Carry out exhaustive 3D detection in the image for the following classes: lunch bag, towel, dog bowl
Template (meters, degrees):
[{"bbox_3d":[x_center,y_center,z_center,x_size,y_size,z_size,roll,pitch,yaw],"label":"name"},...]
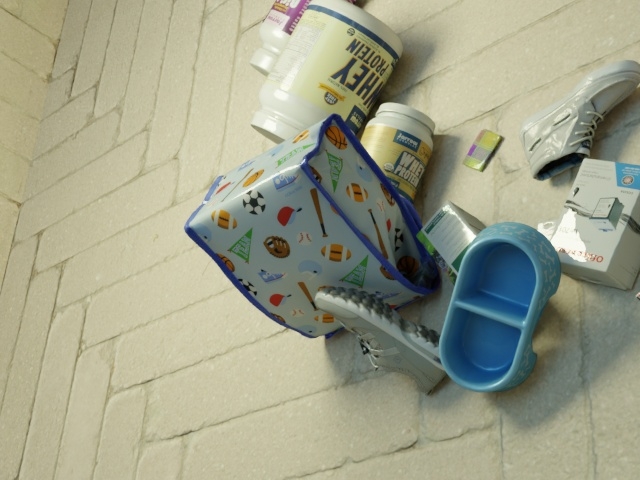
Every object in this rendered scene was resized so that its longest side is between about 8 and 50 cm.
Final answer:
[{"bbox_3d":[0.000,0.000,2.088,0.328,0.385,0.239,-26,22,36],"label":"lunch bag"},{"bbox_3d":[0.316,-0.177,2.136,0.060,0.009,0.083,31,91,52],"label":"towel"},{"bbox_3d":[0.288,0.117,1.808,0.166,0.074,0.297,20,104,22],"label":"dog bowl"}]

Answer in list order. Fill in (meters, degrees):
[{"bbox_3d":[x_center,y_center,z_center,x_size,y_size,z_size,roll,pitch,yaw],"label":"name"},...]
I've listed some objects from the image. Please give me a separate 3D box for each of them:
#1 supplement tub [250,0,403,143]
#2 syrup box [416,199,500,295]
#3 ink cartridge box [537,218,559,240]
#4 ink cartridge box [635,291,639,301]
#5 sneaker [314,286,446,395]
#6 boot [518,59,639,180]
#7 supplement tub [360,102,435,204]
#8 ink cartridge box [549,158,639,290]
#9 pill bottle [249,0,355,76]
[{"bbox_3d":[0.010,-0.346,2.405,0.235,0.235,0.324,27,87,52],"label":"supplement tub"},{"bbox_3d":[0.278,0.038,1.964,0.093,0.096,0.237,-50,38,15],"label":"syrup box"},{"bbox_3d":[0.400,0.008,1.902,0.048,0.028,0.083,-11,58,44],"label":"ink cartridge box"},{"bbox_3d":[0.594,0.004,1.491,0.309,0.272,0.130,-55,38,4],"label":"ink cartridge box"},{"bbox_3d":[0.104,0.180,1.958,0.281,0.105,0.115,31,106,11],"label":"sneaker"},{"bbox_3d":[0.469,-0.203,1.931,0.258,0.095,0.123,-36,48,39],"label":"boot"},{"bbox_3d":[0.142,-0.162,2.209,0.144,0.144,0.199,7,71,50],"label":"supplement tub"},{"bbox_3d":[0.473,-0.029,1.804,0.140,0.082,0.190,14,75,51],"label":"ink cartridge box"},{"bbox_3d":[-0.044,-0.524,2.639,0.169,0.169,0.301,30,89,52],"label":"pill bottle"}]
